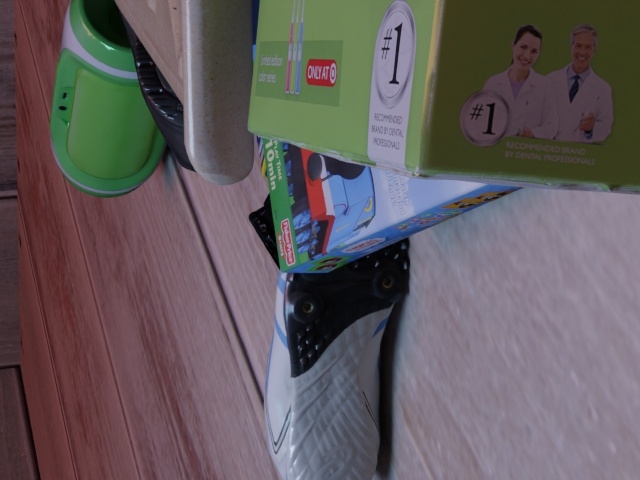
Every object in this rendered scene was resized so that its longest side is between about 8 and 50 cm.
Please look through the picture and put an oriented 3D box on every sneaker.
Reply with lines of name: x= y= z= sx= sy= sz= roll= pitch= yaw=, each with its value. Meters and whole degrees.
sneaker: x=-0.134 y=-0.184 z=1.257 sx=0.130 sy=0.109 sz=0.286 roll=93 pitch=168 yaw=-57
sneaker: x=0.001 y=0.060 z=0.901 sx=0.086 sy=0.085 sz=0.237 roll=-131 pitch=40 yaw=-55

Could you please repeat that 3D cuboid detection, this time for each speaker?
speaker: x=-0.207 y=-0.157 z=1.448 sx=0.296 sy=0.131 sz=0.131 roll=119 pitch=143 yaw=-61

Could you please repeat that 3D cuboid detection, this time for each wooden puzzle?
wooden puzzle: x=-0.060 y=-0.238 z=0.729 sx=0.348 sy=0.080 sz=0.322 roll=-118 pitch=26 yaw=-60

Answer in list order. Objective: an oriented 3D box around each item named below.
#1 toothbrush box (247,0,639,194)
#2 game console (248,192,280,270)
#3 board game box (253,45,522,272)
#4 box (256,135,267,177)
toothbrush box: x=0.066 y=-0.166 z=0.505 sx=0.206 sy=0.122 sz=0.283 roll=-158 pitch=72 yaw=-71
game console: x=0.000 y=0.000 z=1.013 sx=0.107 sy=0.071 sz=0.122 roll=60 pitch=177 yaw=-28
board game box: x=0.037 y=-0.084 z=0.727 sx=0.211 sy=0.039 sz=0.160 roll=-24 pitch=70 yaw=53
box: x=-0.005 y=-0.121 z=0.913 sx=0.059 sy=0.054 sz=0.169 roll=-101 pitch=16 yaw=-45
